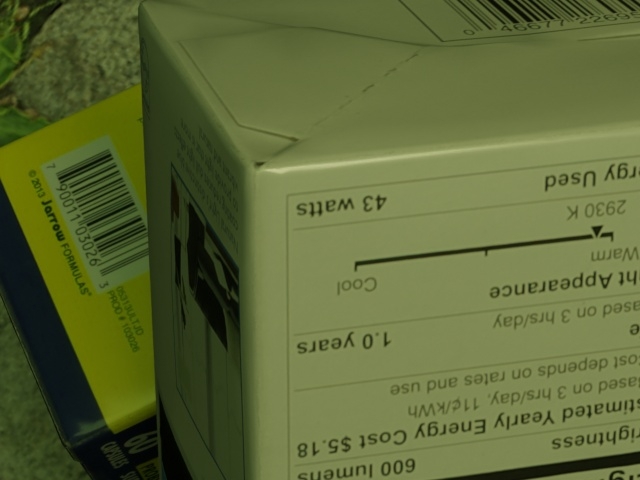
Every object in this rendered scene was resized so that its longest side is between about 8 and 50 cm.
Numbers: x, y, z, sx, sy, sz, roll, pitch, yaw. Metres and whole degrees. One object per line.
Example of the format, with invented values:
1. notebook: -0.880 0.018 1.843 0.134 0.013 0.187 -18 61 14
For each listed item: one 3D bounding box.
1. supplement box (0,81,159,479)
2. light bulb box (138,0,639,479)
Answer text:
1. supplement box: 0.000 0.000 1.144 0.356 0.194 0.195 -26 63 -4
2. light bulb box: 0.110 0.071 0.932 0.357 0.361 0.225 -6 26 -14
